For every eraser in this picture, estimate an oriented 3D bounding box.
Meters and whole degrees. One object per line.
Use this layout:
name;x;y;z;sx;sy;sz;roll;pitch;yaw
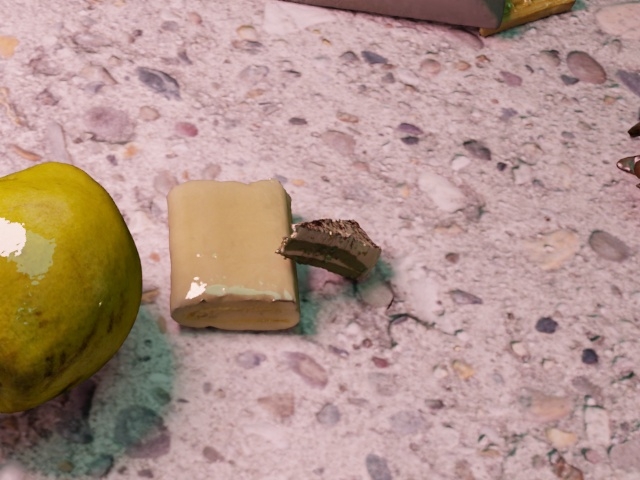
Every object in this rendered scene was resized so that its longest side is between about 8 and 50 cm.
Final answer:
eraser;0.056;-0.343;2.259;0.352;0.077;0.111;9;44;5

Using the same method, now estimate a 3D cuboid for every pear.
pear;-0.278;0.045;1.758;0.212;0.212;0.269;12;51;2

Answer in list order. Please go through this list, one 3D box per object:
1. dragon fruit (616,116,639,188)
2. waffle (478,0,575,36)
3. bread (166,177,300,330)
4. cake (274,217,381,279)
dragon fruit;0.446;-0.108;2.036;0.192;0.274;0.193;15;58;-53
waffle;0.235;-0.304;2.303;0.153;0.023;0.097;-21;51;-25
bread;-0.090;0.012;1.919;0.139;0.060;0.178;0;47;-9
cake;0.000;0.000;1.909;0.140;0.051;0.055;17;28;-48
